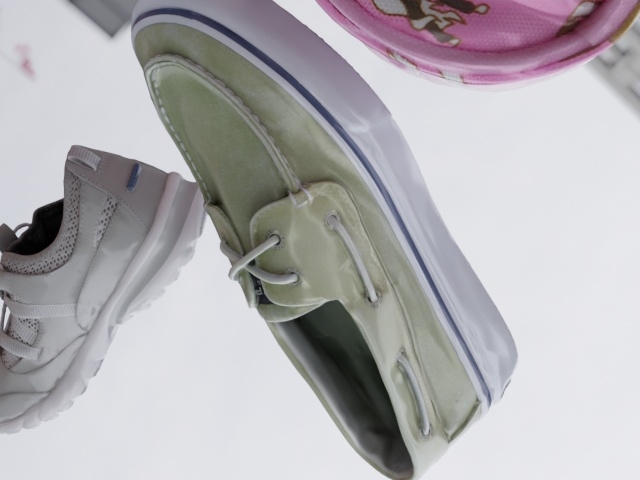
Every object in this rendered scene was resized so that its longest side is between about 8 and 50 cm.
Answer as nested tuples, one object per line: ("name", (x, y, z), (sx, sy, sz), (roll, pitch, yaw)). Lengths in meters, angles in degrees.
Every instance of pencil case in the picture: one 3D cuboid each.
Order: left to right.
("pencil case", (0.068, -0.154, 0.836), (0.160, 0.167, 0.386), (-8, -176, 4))

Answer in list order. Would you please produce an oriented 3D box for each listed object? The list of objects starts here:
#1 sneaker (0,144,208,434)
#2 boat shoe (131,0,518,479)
("sneaker", (-0.188, 0.028, 1.209), (0.281, 0.115, 0.105), (-49, -163, 34))
("boat shoe", (0.000, 0.000, 0.862), (0.109, 0.302, 0.094), (-7, -141, 48))
